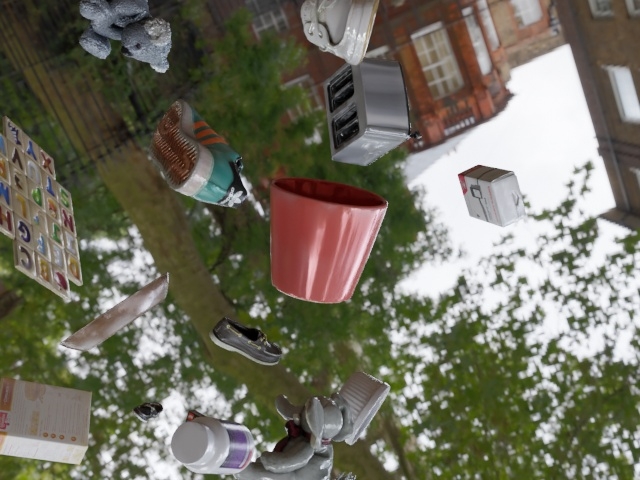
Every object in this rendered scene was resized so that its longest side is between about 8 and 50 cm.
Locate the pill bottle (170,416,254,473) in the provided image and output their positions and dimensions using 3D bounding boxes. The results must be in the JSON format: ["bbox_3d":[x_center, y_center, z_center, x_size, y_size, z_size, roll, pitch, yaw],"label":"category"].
[{"bbox_3d":[-0.214,0.404,1.635,0.108,0.108,0.193,-18,159,13],"label":"pill bottle"}]

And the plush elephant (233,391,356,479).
[{"bbox_3d":[-0.043,0.509,2.154,0.330,0.255,0.272,4,166,21],"label":"plush elephant"}]

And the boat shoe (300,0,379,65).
[{"bbox_3d":[0.017,-0.311,1.185,0.096,0.098,0.277,16,-171,-11],"label":"boat shoe"}]

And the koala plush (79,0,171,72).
[{"bbox_3d":[-0.467,-0.537,2.112,0.203,0.221,0.196,-47,172,-28],"label":"koala plush"}]

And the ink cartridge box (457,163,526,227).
[{"bbox_3d":[0.372,-0.099,1.809,0.063,0.109,0.150,-23,-163,-13],"label":"ink cartridge box"}]

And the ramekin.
[{"bbox_3d":[0.103,0.481,2.423,0.109,0.207,0.207,33,-136,15],"label":"ramekin"}]

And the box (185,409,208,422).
[{"bbox_3d":[-0.295,0.503,2.118,0.137,0.094,0.027,20,-175,34],"label":"box"}]

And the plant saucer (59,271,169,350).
[{"bbox_3d":[-0.312,0.118,1.297,0.199,0.036,0.198,-34,-176,2],"label":"plant saucer"}]

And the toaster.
[{"bbox_3d":[0.090,-0.247,1.587,0.110,0.168,0.186,1,165,-30],"label":"toaster"}]

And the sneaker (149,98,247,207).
[{"bbox_3d":[-0.206,-0.140,1.411,0.108,0.121,0.302,-50,-147,14],"label":"sneaker"}]

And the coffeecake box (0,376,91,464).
[{"bbox_3d":[-0.568,0.365,1.683,0.068,0.186,0.142,-58,-152,33],"label":"coffeecake box"}]

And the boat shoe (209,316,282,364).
[{"bbox_3d":[-0.188,0.271,2.237,0.068,0.228,0.081,-53,-144,17],"label":"boat shoe"}]

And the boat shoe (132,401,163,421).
[{"bbox_3d":[-0.407,0.404,1.969,0.038,0.046,0.125,-44,163,-1],"label":"boat shoe"}]

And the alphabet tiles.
[{"bbox_3d":[-0.545,-0.063,1.590,0.011,0.285,0.342,-20,-119,7],"label":"alphabet tiles"}]

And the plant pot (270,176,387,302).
[{"bbox_3d":[0.000,0.000,1.929,0.275,0.243,0.275,9,-165,-2],"label":"plant pot"}]
